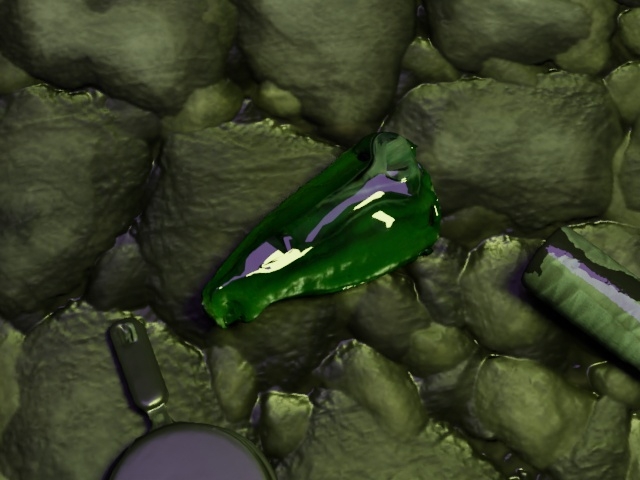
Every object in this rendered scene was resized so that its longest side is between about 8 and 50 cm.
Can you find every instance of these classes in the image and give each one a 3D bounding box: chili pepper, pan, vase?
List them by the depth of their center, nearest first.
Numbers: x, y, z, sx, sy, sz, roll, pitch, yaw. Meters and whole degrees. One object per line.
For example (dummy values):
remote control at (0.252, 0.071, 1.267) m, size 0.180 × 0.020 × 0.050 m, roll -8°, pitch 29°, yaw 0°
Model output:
pan at (-0.113, 0.152, 1.329) m, size 0.136 × 0.028 × 0.235 m, roll -18°, pitch 62°, yaw -11°
vase at (0.251, 0.071, 1.358) m, size 0.211 × 0.060 × 0.060 m, roll 37°, pitch 66°, yaw 14°
chili pepper at (0.001, 0.001, 1.399) m, size 0.216 × 0.062 × 0.108 m, roll -36°, pitch 66°, yaw -17°
